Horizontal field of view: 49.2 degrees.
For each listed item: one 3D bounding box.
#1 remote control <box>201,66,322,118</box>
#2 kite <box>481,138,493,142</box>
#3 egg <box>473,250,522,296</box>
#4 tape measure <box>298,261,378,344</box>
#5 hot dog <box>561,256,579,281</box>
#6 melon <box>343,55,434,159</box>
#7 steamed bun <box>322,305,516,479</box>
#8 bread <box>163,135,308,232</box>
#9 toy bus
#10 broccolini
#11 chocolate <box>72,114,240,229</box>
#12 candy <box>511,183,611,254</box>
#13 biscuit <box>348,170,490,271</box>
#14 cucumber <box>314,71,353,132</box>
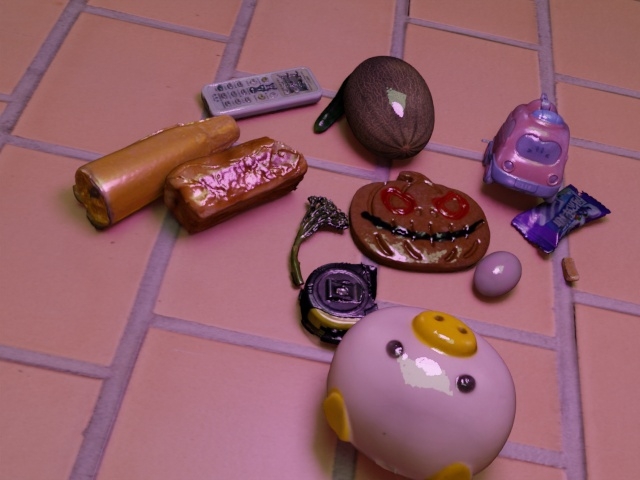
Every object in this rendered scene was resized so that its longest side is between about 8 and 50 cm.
[{"bbox_3d":[-0.164,-0.411,1.978,0.335,0.066,0.128,-16,57,-20],"label":"remote control"},{"bbox_3d":[0.548,-0.277,2.051,0.152,0.005,0.137,3,54,-8],"label":"kite"},{"bbox_3d":[0.434,0.082,1.711,0.135,0.103,0.103,-33,66,-28],"label":"egg"},{"bbox_3d":[0.044,0.142,1.596,0.186,0.112,0.199,0,54,-8],"label":"tape measure"},{"bbox_3d":[0.641,0.080,1.795,0.030,0.034,0.090,2,35,5],"label":"hot dog"},{"bbox_3d":[0.187,-0.359,1.898,0.237,0.238,0.302,-9,58,-16],"label":"melon"},{"bbox_3d":[0.197,0.302,1.387,0.373,0.334,0.334,23,54,13],"label":"steamed bun"},{"bbox_3d":[-0.208,-0.150,1.709,0.343,0.195,0.149,-25,83,-25],"label":"bread"},{"bbox_3d":[0.565,-0.256,1.871,0.197,0.232,0.294,19,29,4],"label":"toy bus"},{"bbox_3d":[-0.003,0.007,1.722,0.123,0.062,0.272,11,56,8],"label":"broccolini"},{"bbox_3d":[-0.393,-0.194,1.748,0.162,0.162,0.445,42,54,19],"label":"chocolate"},{"bbox_3d":[0.647,-0.064,1.881,0.275,0.070,0.145,-29,56,-24],"label":"candy"},{"bbox_3d":[0.256,-0.060,1.809,0.367,0.063,0.314,4,56,-7],"label":"biscuit"},{"bbox_3d":[0.058,-0.404,2.025,0.056,0.056,0.284,27,58,9],"label":"cucumber"}]
